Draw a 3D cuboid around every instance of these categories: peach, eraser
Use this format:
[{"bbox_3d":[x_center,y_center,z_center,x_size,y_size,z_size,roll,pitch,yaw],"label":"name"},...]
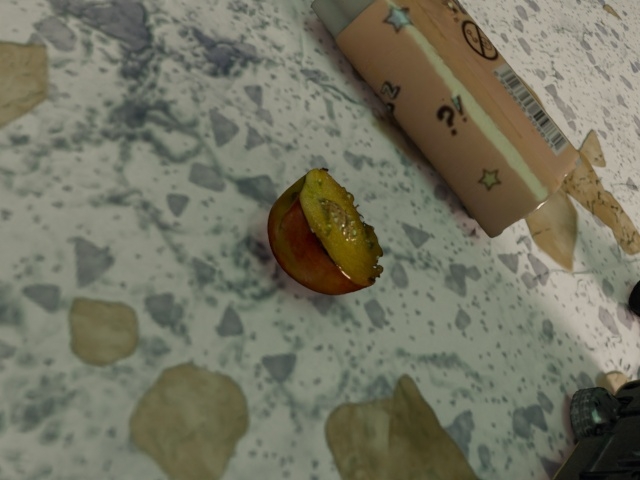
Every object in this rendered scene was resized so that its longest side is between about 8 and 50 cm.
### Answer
[{"bbox_3d":[-0.001,-0.001,0.416,0.098,0.061,0.098,40,35,-35],"label":"peach"},{"bbox_3d":[0.139,-0.162,0.583,0.290,0.087,0.171,52,46,1],"label":"eraser"}]

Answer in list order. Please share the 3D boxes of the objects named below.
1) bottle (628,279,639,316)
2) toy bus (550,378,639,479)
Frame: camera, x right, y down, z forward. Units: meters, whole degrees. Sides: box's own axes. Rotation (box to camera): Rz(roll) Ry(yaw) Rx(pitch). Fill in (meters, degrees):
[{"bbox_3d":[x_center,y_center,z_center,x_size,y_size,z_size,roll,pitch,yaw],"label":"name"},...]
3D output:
[{"bbox_3d":[0.474,0.124,0.648,0.244,0.082,0.072,38,43,-11],"label":"bottle"},{"bbox_3d":[0.262,0.230,0.389,0.365,0.177,0.201,-24,85,-41],"label":"toy bus"}]
